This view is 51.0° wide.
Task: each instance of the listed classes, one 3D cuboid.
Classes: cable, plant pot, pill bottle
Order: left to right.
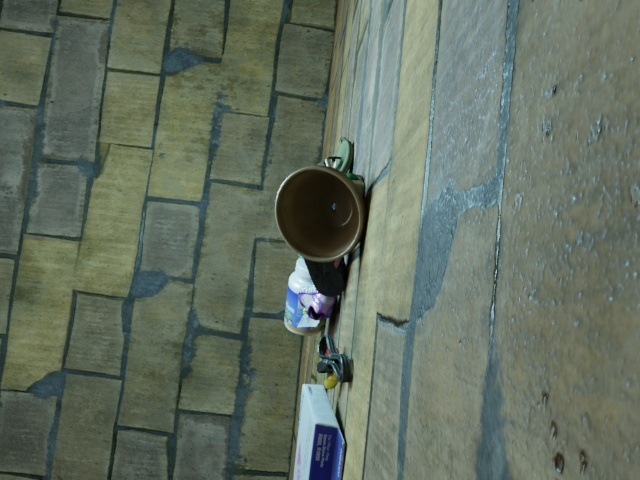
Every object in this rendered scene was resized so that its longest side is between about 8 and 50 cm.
[{"bbox_3d":[-0.047,0.198,2.448,0.152,0.152,0.272,-90,7,-61],"label":"pill bottle"},{"bbox_3d":[0.016,-0.072,1.655,0.110,0.237,0.237,-24,-55,-59],"label":"plant pot"},{"bbox_3d":[0.047,0.298,1.679,0.287,0.072,0.139,139,136,-69],"label":"cable"}]

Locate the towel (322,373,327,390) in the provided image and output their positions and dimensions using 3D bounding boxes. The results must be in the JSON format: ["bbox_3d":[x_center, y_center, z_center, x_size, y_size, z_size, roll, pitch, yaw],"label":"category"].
[{"bbox_3d":[0.016,0.458,2.132,0.060,0.009,0.083,-87,5,-49],"label":"towel"}]

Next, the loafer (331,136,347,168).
[{"bbox_3d":[0.064,-0.293,2.328,0.056,0.050,0.148,107,168,-72],"label":"loafer"}]

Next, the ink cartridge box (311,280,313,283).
[{"bbox_3d":[0.017,0.081,2.206,0.231,0.078,0.134,-142,60,-86],"label":"ink cartridge box"}]

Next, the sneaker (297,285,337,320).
[{"bbox_3d":[-0.016,0.196,2.061,0.236,0.095,0.104,150,133,-68],"label":"sneaker"}]

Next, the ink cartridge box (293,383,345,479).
[{"bbox_3d":[-0.014,0.573,1.679,0.330,0.071,0.324,-124,40,-78],"label":"ink cartridge box"}]

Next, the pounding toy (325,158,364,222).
[{"bbox_3d":[0.056,-0.130,1.760,0.130,0.100,0.141,-96,12,-72],"label":"pounding toy"}]

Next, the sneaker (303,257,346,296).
[{"bbox_3d":[0.000,0.000,1.864,0.131,0.112,0.319,-79,-19,-54],"label":"sneaker"}]

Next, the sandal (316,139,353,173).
[{"bbox_3d":[0.017,-0.195,2.080,0.302,0.086,0.120,-61,10,-20],"label":"sandal"}]

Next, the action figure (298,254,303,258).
[{"bbox_3d":[-0.010,-0.033,2.352,0.232,0.063,0.137,-59,-17,-21],"label":"action figure"}]

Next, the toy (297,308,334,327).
[{"bbox_3d":[0.002,0.236,2.199,0.137,0.056,0.237,-59,14,-15],"label":"toy"}]
